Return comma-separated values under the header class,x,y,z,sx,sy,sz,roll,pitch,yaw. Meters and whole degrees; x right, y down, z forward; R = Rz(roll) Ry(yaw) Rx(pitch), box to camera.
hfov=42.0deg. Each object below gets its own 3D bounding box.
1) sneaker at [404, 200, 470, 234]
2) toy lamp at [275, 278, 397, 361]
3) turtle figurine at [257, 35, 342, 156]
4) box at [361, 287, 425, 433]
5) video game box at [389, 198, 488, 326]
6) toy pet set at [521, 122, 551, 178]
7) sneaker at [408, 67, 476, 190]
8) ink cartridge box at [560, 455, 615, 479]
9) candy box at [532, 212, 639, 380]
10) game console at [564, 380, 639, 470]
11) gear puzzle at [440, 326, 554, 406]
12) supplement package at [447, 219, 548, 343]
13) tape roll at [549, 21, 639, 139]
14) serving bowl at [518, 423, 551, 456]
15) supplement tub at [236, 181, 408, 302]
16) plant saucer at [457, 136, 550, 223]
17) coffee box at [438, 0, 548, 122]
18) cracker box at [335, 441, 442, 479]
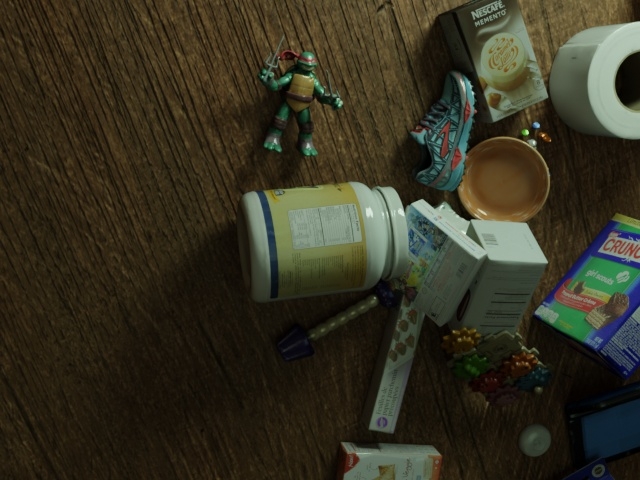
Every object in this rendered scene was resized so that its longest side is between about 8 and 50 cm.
class,x,y,z,sx,sy,sz,roll,pitch,yaw
sneaker,0.284,-0.039,1.838,0.212,0.080,0.094,3,87,-13
toy lamp,0.032,0.179,1.817,0.275,0.080,0.080,-27,105,-8
turtle figurine,-0.041,-0.293,1.689,0.175,0.118,0.234,12,113,0
box,0.166,0.268,1.870,0.063,0.067,0.323,12,97,-15
video game box,0.232,0.048,1.750,0.048,0.187,0.205,-26,148,-43
toy pet set,0.466,-0.180,1.869,0.122,0.065,0.114,-32,71,-8
sneaker,0.255,-0.236,1.775,0.125,0.104,0.261,4,99,-12
ink cartridge box,0.694,0.727,2.065,0.176,0.069,0.370,-28,109,-5
candy box,0.670,0.114,1.851,0.122,0.268,0.317,42,89,-20
game console,0.756,0.429,1.988,0.293,0.250,0.173,-16,77,-10
gear puzzle,0.385,0.277,1.842,0.175,0.044,0.339,-33,131,21
supplement package,0.366,0.094,1.797,0.134,0.139,0.244,4,128,-14
tape roll,0.647,-0.345,1.810,0.246,0.169,0.246,-3,102,-13
serving bowl,0.521,0.486,2.012,0.083,0.027,0.083,-2,101,-12
supplement tub,0.000,0.000,1.695,0.316,0.228,0.228,-6,102,-12
plant saucer,0.400,-0.129,1.824,0.200,0.037,0.199,5,105,18
coffee box,0.366,-0.391,1.772,0.141,0.098,0.246,-25,105,-8
cracker box,0.152,0.552,1.919,0.232,0.067,0.155,5,99,-13
